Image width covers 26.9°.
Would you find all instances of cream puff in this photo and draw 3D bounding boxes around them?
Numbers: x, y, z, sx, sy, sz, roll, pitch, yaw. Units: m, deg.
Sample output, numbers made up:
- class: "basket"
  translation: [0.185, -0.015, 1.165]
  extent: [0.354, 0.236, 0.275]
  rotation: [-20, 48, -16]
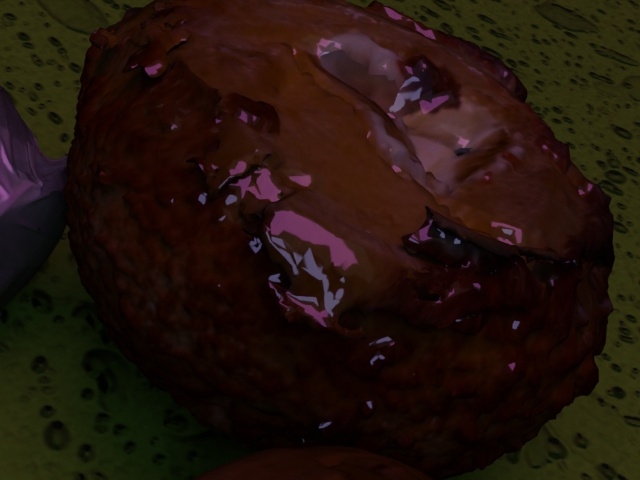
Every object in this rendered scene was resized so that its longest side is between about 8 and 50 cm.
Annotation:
- class: "cream puff"
  translation: [0.004, 0.000, 0.760]
  extent: [0.350, 0.228, 0.350]
  rotation: [19, 33, -13]

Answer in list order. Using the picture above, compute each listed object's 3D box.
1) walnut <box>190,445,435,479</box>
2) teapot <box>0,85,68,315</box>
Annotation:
- class: "walnut"
  translation: [0.022, 0.190, 0.546]
  extent: [0.203, 0.203, 0.298]
  rotation: [-13, 20, -35]
- class: "teapot"
  translation: [-0.247, -0.018, 0.735]
  extent: [0.178, 0.163, 0.221]
  rotation: [40, 41, 11]
